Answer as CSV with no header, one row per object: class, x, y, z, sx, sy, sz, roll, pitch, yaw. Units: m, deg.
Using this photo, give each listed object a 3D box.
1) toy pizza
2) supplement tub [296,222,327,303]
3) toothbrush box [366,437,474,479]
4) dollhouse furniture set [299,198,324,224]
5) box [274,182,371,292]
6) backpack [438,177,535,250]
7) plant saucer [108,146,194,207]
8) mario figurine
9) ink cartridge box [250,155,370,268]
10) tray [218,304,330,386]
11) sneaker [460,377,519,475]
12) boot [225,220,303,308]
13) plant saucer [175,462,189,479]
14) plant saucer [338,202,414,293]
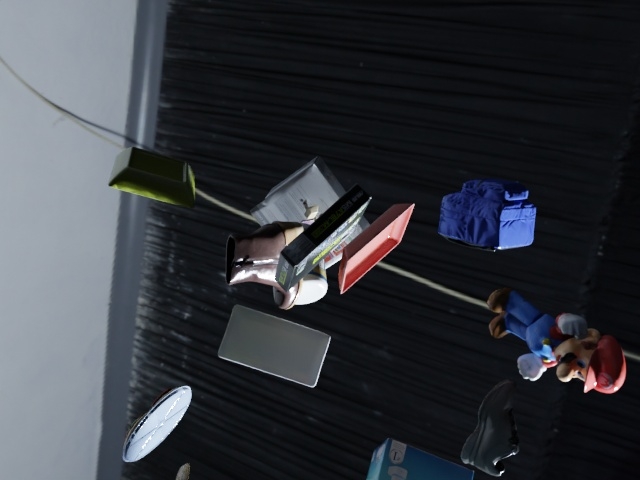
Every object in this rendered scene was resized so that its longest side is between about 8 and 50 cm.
toy pizza,-0.364,0.398,1.365,0.201,0.032,0.201,-49,163,-20
supplement tub,-0.060,0.065,1.764,0.144,0.144,0.199,59,21,-55
toothbrush box,0.197,0.630,1.380,0.126,0.216,0.295,111,-1,-56
dollhouse furniture set,-0.021,-0.108,1.888,0.114,0.091,0.081,129,-53,-67
box,0.000,0.000,1.125,0.191,0.045,0.184,-42,169,-18
backpack,0.236,-0.039,0.892,0.098,0.120,0.101,1,96,-39
plant saucer,-0.371,-0.153,1.403,0.188,0.188,0.045,-111,-139,-60
mario figurine,0.483,0.225,1.316,0.198,0.320,0.170,32,89,-42
ink cartridge box,-0.029,-0.071,2.036,0.309,0.272,0.130,53,18,-11
tray,-0.122,0.279,1.644,0.030,0.270,0.145,106,3,-78
sneaker,0.480,0.499,1.652,0.109,0.130,0.286,-17,126,-50
boot,-0.140,0.074,1.464,0.207,0.090,0.248,-16,124,-40
plant saucer,-0.341,0.586,1.513,0.083,0.015,0.083,-55,-156,38
plant saucer,0.145,0.015,1.769,0.259,0.048,0.258,-39,163,-18
